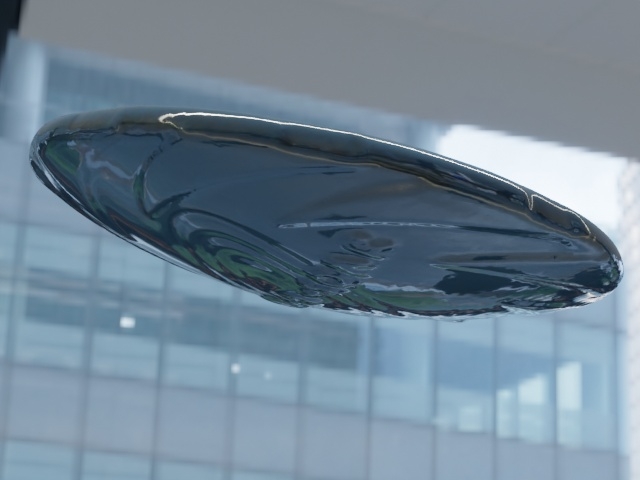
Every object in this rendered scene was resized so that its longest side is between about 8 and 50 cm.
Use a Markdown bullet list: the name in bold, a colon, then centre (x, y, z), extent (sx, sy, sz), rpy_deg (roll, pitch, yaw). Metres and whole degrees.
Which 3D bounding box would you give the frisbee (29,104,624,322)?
- **frisbee**: centre (-0.001, 0.005, 0.868), extent (0.289, 0.049, 0.289), rpy_deg (12, -12, 3)
